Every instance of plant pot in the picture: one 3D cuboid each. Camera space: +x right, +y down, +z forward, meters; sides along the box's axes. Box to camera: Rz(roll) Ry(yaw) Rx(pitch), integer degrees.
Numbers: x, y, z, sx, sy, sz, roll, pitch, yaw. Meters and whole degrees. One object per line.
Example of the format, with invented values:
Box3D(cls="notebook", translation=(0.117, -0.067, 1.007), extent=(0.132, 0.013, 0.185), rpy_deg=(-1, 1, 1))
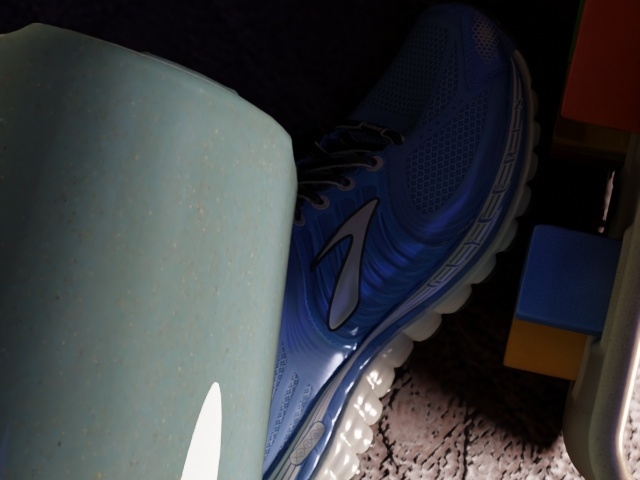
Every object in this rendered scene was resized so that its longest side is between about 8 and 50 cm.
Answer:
Box3D(cls="plant pot", translation=(-0.163, 0.091, 0.881), extent=(0.341, 0.341, 0.334), rpy_deg=(20, 75, -30))

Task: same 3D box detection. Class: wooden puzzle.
Box3D(cls="wooden puzzle", translation=(0.156, -0.032, 1.085), extent=(0.081, 0.322, 0.347), rpy_deg=(8, 87, 5))

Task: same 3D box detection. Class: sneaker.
Box3D(cls="sneaker", translation=(0.000, 0.000, 1.066), extent=(0.147, 0.130, 0.330), rpy_deg=(39, 74, -29))
